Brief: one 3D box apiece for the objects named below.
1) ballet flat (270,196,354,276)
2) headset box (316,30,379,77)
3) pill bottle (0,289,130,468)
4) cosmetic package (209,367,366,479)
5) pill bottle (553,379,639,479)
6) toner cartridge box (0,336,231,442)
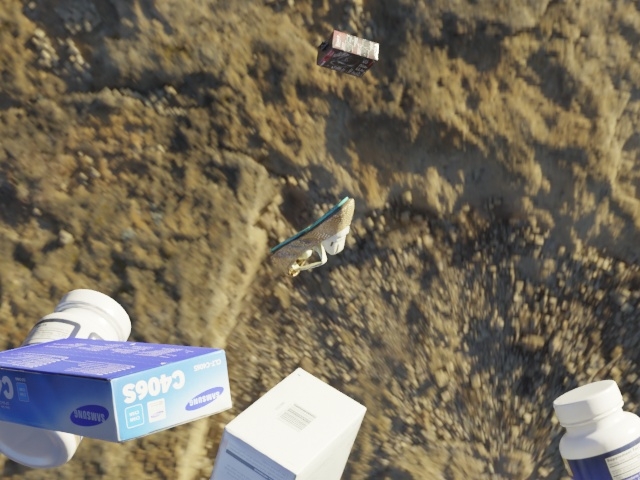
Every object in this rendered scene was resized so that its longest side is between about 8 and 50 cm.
[{"bbox_3d":[0.000,0.000,1.885,0.073,0.206,0.067,-34,90,-43],"label":"ballet flat"},{"bbox_3d":[0.037,-0.280,1.773,0.083,0.062,0.032,14,67,-19],"label":"headset box"},{"bbox_3d":[-0.401,0.208,1.827,0.153,0.153,0.264,12,43,11],"label":"pill bottle"},{"bbox_3d":[-0.063,0.359,1.834,0.138,0.224,0.224,30,121,18],"label":"cosmetic package"},{"bbox_3d":[0.366,0.278,1.493,0.112,0.112,0.186,-22,90,3],"label":"pill bottle"},{"bbox_3d":[-0.283,0.176,1.448,0.348,0.165,0.075,-1,98,47],"label":"toner cartridge box"}]
